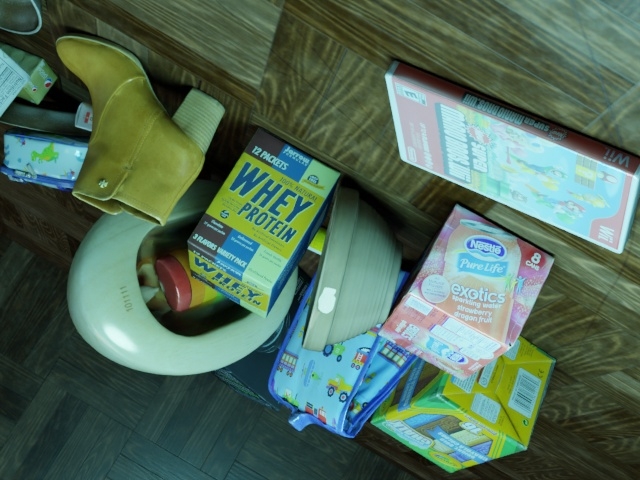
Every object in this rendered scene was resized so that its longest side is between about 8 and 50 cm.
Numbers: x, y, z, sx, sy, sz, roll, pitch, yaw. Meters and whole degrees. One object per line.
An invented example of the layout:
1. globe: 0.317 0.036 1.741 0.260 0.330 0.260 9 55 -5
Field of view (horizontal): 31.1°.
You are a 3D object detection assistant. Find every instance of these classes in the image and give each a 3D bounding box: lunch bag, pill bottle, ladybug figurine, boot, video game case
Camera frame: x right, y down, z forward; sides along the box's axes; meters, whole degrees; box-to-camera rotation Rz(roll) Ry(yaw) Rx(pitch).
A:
1. lunch bag: 0.037 0.177 1.862 0.138 0.293 0.221 42 166 -35
2. lunch bag: -0.417 -0.140 1.943 0.176 0.090 0.219 11 -169 18
3. pill bottle: 0.000 0.000 1.880 0.083 0.043 0.043 25 164 20
4. ladybug figurine: -0.222 0.063 1.841 0.162 0.449 0.305 -21 85 44
5. boot: -0.300 -0.156 1.628 0.295 0.211 0.104 26 163 15
6. video game case: 0.209 -0.088 1.263 0.285 0.025 0.204 25 163 18

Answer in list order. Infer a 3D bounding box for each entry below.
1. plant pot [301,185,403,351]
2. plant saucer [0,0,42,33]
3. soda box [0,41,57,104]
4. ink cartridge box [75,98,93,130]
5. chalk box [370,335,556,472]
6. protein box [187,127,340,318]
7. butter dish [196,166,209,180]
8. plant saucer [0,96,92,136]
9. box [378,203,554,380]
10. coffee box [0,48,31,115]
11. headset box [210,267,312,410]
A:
1. plant pot: 0.050 0.050 1.627 0.109 0.237 0.237 14 164 -1
2. plant saucer: -0.500 -0.395 1.555 0.310 0.050 0.310 28 163 9
3. soda box: -0.530 -0.289 1.909 0.181 0.061 0.058 23 162 24
4. ink cartridge box: -0.276 -0.176 1.770 0.179 0.045 0.145 14 -169 -4
5. chalk box: 0.217 0.259 1.920 0.179 0.180 0.289 34 148 -13
6. protein box: -0.084 -0.020 1.678 0.136 0.200 0.201 30 164 4
7. butter dish: -0.285 -0.113 1.909 0.118 0.160 0.160 53 177 18
8. plant saucer: -0.466 -0.213 1.952 0.198 0.036 0.198 11 -171 -2
9. box: 0.194 0.082 1.597 0.154 0.142 0.300 29 165 4
10. coffee box: -0.710 -0.256 1.693 0.337 0.338 0.334 34 174 23
11. headset box: -0.123 0.161 2.225 0.131 0.246 0.283 18 160 39
